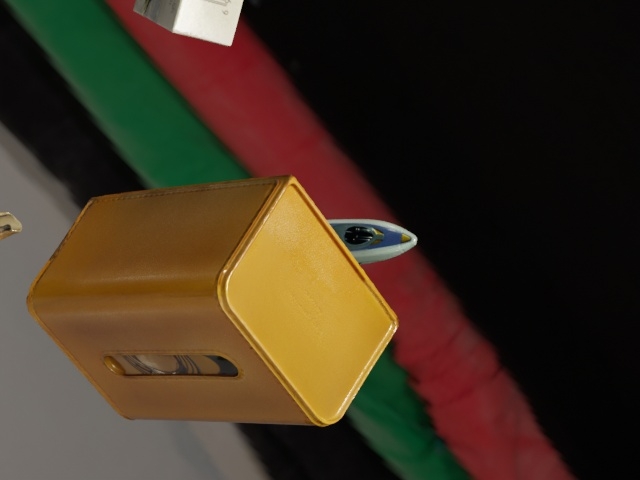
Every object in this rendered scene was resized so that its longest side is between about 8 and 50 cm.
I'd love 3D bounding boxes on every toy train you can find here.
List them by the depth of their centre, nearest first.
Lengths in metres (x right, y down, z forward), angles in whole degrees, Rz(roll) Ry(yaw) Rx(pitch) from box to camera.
[{"bbox_3d":[0.001,0.000,2.000,0.252,0.055,0.048,-6,-30,35],"label":"toy train"}]

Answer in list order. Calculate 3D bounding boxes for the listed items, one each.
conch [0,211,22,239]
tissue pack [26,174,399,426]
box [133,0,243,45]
[{"bbox_3d":[-0.451,0.020,1.654,0.093,0.330,0.109,66,10,-75],"label":"conch"},{"bbox_3d":[-0.104,0.062,1.511,0.274,0.145,0.194,-5,-50,43],"label":"tissue pack"},{"bbox_3d":[-0.137,-0.314,1.845,0.069,0.164,0.256,13,9,-18],"label":"box"}]
